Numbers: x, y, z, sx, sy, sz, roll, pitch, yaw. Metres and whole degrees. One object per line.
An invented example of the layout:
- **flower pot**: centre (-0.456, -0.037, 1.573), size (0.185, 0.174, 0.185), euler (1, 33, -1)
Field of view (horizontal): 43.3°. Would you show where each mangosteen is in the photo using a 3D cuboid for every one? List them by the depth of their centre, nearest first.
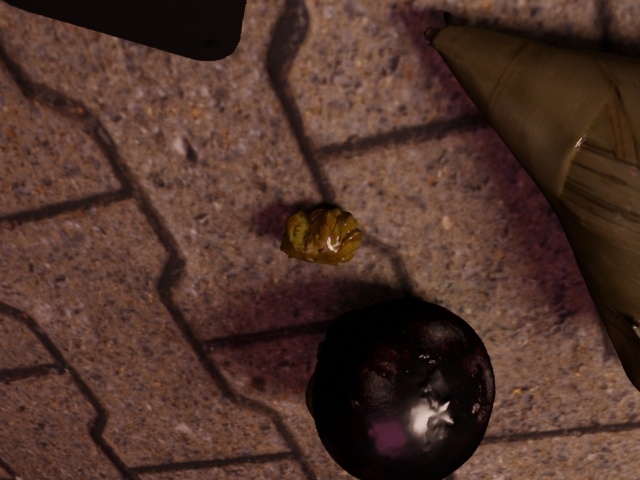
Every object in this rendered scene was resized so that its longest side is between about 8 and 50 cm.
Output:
- **mangosteen**: centre (0.072, 0.167, 0.907), size (0.211, 0.211, 0.250), euler (43, 155, -26)

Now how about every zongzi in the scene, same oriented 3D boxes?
- **zongzi**: centre (0.274, 0.019, 0.762), size (0.417, 0.181, 0.447), euler (18, 137, 14)

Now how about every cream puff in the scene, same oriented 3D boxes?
- **cream puff**: centre (0.000, 0.000, 0.847), size (0.083, 0.058, 0.083), euler (20, 134, -10)

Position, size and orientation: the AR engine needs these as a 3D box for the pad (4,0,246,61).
- **pad**: centre (-0.186, -0.327, 0.615), size (0.314, 0.063, 0.375), euler (15, 143, -5)
